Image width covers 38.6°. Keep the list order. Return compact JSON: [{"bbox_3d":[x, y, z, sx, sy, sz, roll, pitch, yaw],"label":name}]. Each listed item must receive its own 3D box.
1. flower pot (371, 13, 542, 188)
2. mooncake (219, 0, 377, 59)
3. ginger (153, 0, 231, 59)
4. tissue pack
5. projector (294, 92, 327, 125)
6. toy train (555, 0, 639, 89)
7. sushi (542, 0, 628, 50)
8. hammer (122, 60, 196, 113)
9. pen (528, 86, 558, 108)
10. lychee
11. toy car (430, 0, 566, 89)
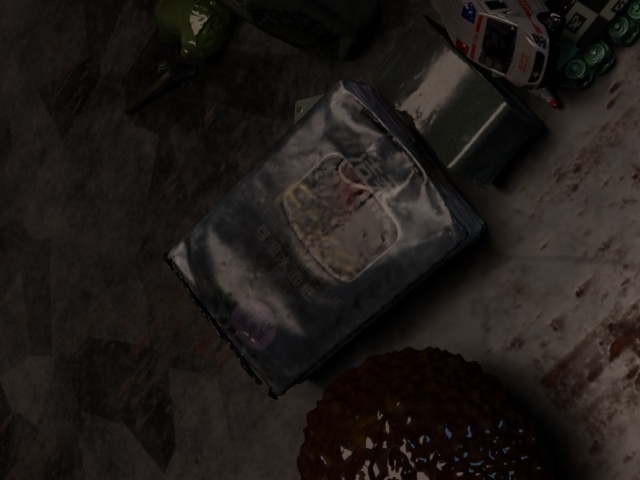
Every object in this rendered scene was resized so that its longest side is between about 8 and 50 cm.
[{"bbox_3d":[0.165,-0.177,1.137,0.108,0.103,0.229,-49,53,21],"label":"flower pot"},{"bbox_3d":[-0.072,-0.368,1.279,0.254,0.250,0.136,42,106,36],"label":"mooncake"},{"bbox_3d":[-0.245,-0.413,1.544,0.290,0.089,0.137,60,137,27],"label":"ginger"},{"bbox_3d":[0.000,0.000,1.186,0.361,0.122,0.259,-41,81,24],"label":"tissue pack"},{"bbox_3d":[0.018,-0.133,1.281,0.115,0.061,0.147,-8,77,37],"label":"projector"},{"bbox_3d":[0.324,-0.239,1.059,0.148,0.038,0.071,-47,52,24],"label":"toy train"},{"bbox_3d":[0.315,-0.354,1.049,0.215,0.051,0.192,-50,39,21],"label":"sushi"},{"bbox_3d":[-0.291,-0.262,1.576,0.182,0.062,0.017,-27,63,40],"label":"hammer"},{"bbox_3d":[0.232,-0.236,1.144,0.026,0.026,0.218,-48,55,22],"label":"pen"},{"bbox_3d":[0.113,0.254,0.982,0.276,0.276,0.304,-35,42,30],"label":"lychee"},{"bbox_3d":[0.206,-0.259,1.078,0.089,0.108,0.209,99,162,-45],"label":"toy car"}]
